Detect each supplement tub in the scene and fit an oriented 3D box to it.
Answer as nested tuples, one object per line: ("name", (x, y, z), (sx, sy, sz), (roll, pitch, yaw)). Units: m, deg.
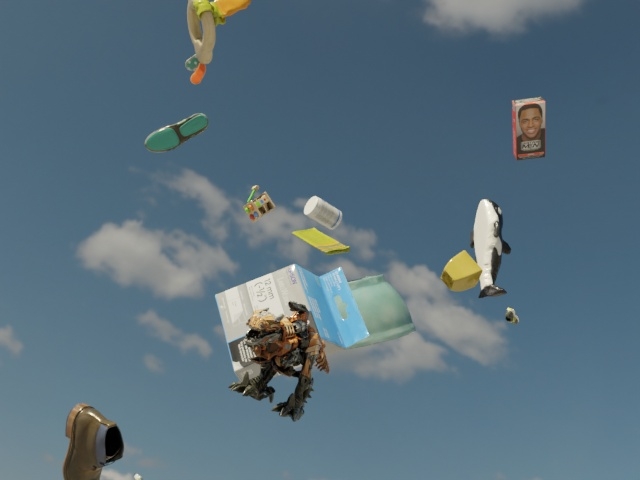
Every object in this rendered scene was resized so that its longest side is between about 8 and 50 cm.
("supplement tub", (0.009, -0.086, 2.173), (0.107, 0.071, 0.071), (31, -36, -28))

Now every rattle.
("rattle", (-0.243, -0.477, 1.608), (0.130, 0.142, 0.200), (30, -45, 35))

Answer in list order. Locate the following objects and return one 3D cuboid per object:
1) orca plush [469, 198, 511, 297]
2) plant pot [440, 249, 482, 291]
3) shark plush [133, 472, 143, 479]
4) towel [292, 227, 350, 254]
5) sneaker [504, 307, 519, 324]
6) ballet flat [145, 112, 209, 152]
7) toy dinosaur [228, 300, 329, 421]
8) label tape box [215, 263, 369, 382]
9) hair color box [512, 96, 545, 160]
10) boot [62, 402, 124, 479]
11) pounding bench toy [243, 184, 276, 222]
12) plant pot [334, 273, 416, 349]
("orca plush", (0.503, 0.025, 1.926), (0.102, 0.287, 0.151), (8, -35, -15))
("plant pot", (0.380, 0.093, 1.882), (0.083, 0.081, 0.081), (-25, -32, -23))
("shark plush", (-0.484, 0.707, 1.934), (0.161, 0.073, 0.067), (-14, -42, 42))
("towel", (0.000, 0.000, 2.460), (0.102, 0.021, 0.237), (-7, 22, -33))
("sneaker", (0.588, 0.241, 2.120), (0.031, 0.035, 0.083), (21, -24, 44))
("ballet flat", (-0.398, -0.296, 1.911), (0.188, 0.070, 0.070), (-24, -31, -9))
("toy dinosaur", (-0.056, 0.242, 1.406), (0.322, 0.218, 0.164), (29, -10, -36))
("label tape box", (-0.079, 0.199, 1.795), (0.347, 0.249, 0.115), (-23, -39, 2))
("hair color box", (0.502, -0.268, 1.648), (0.071, 0.043, 0.141), (-7, -62, 8))
("boot", (-0.446, 0.439, 1.351), (0.106, 0.219, 0.082), (8, 15, 34))
("pounding bench toy", (-0.177, -0.101, 1.860), (0.083, 0.065, 0.052), (57, -36, -4))
("plant pot", (0.132, 0.215, 2.134), (0.293, 0.196, 0.293), (-13, -3, -1))
